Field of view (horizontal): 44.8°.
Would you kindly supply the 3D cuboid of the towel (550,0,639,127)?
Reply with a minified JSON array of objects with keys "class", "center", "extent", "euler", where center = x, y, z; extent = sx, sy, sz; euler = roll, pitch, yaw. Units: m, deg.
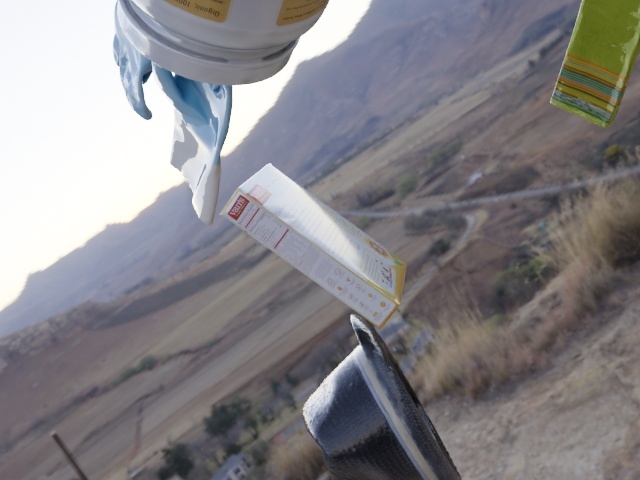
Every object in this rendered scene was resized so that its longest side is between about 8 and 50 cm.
[{"class":"towel","center":[0.413,-0.285,1.135],"extent":[0.021,0.102,0.237],"euler":[-39,-33,-40]}]

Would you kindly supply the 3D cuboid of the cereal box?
[{"class":"cereal box","center":[0.000,0.000,0.998],"extent":[0.047,0.240,0.173],"euler":[-54,1,18]}]

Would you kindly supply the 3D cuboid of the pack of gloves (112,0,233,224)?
[{"class":"pack of gloves","center":[-0.144,-0.141,0.653],"extent":[0.046,0.195,0.232],"euler":[-25,-22,-26]}]

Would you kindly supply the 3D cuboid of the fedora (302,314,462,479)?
[{"class":"fedora","center":[0.072,0.265,1.089],"extent":[0.153,0.334,0.334],"euler":[-31,7,2]}]

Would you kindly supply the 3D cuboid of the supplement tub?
[{"class":"supplement tub","center":[-0.047,-0.207,0.459],"extent":[0.144,0.144,0.199],"euler":[-40,-15,-41]}]
